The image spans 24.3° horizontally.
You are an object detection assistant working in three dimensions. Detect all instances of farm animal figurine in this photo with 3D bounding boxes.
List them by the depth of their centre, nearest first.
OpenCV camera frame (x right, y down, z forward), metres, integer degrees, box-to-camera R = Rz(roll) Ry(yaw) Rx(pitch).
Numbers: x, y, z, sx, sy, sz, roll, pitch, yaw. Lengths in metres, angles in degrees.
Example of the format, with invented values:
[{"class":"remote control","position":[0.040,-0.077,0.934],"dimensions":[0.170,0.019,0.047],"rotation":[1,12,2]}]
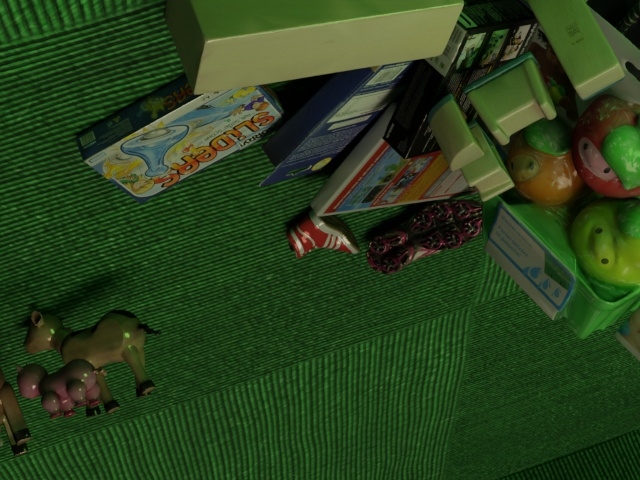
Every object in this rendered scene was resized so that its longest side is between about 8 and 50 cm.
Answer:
[{"class":"farm animal figurine","position":[-0.402,0.172,1.857],"dimensions":[0.330,0.172,0.327],"rotation":[-13,166,-35]}]

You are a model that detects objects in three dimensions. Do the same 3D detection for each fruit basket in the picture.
[{"class":"fruit basket","position":[0.305,-0.069,1.671],"dimensions":[0.165,0.327,0.353],"rotation":[-28,150,-24]}]

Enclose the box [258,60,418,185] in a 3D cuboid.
[{"class":"box","position":[0.025,-0.145,1.661],"dimensions":[0.225,0.036,0.136],"rotation":[-43,166,34]}]

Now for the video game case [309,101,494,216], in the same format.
[{"class":"video game case","position":[0.145,-0.110,1.839],"dimensions":[0.285,0.025,0.204],"rotation":[-9,152,-40]}]

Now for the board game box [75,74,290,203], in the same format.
[{"class":"board game box","position":[-0.147,-0.121,1.620],"dimensions":[0.201,0.035,0.136],"rotation":[-28,154,11]}]

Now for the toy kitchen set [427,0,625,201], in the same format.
[{"class":"toy kitchen set","position":[0.223,-0.160,1.620],"dimensions":[0.207,0.122,0.166],"rotation":[-28,156,13]}]

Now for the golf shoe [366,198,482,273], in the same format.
[{"class":"golf shoe","position":[0.151,-0.015,2.013],"dimensions":[0.186,0.067,0.086],"rotation":[-23,-177,32]}]

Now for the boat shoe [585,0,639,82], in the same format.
[{"class":"boat shoe","position":[0.404,-0.267,1.637],"dimensions":[0.187,0.156,0.500],"rotation":[-10,153,-26]}]

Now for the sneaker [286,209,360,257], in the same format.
[{"class":"sneaker","position":[0.000,0.000,1.953],"dimensions":[0.067,0.042,0.118],"rotation":[-35,144,16]}]

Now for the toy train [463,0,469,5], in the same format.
[{"class":"toy train","position":[0.151,-0.251,1.618],"dimensions":[0.017,0.024,0.083],"rotation":[-36,150,26]}]

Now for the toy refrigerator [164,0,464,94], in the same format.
[{"class":"toy refrigerator","position":[-0.008,-0.224,1.461],"dimensions":[0.269,0.102,0.094],"rotation":[-12,152,-20]}]

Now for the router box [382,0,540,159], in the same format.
[{"class":"router box","position":[0.156,-0.179,1.640],"dimensions":[0.133,0.046,0.179],"rotation":[-16,142,-42]}]
